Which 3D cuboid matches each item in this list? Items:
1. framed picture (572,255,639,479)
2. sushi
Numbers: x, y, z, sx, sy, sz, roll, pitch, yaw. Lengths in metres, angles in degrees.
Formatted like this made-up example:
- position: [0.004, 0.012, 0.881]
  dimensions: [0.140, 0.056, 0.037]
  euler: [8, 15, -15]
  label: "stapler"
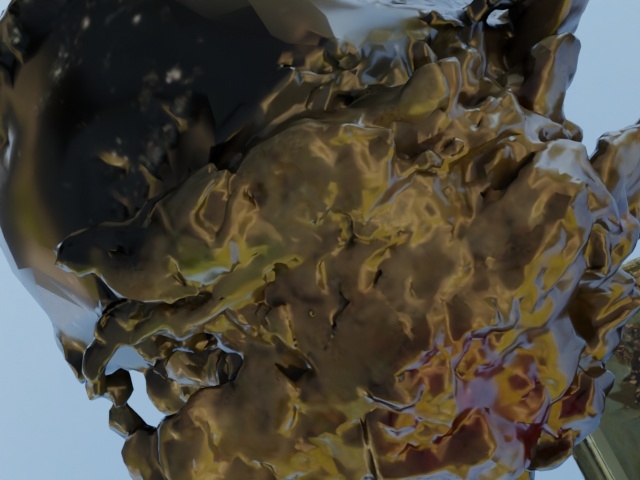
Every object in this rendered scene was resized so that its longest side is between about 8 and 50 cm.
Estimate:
- position: [0.288, 0.118, 1.062]
  dimensions: [0.217, 0.017, 0.274]
  euler: [-21, -128, -6]
  label: "framed picture"
- position: [0.002, 0.003, 0.511]
  dimensions: [0.218, 0.225, 0.238]
  euler: [58, -39, 39]
  label: "sushi"
